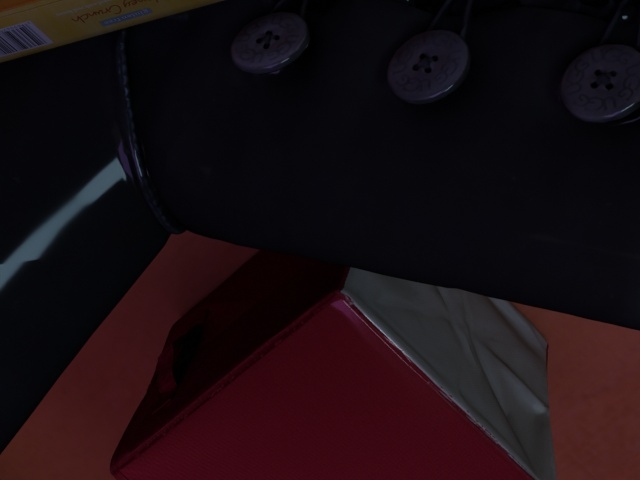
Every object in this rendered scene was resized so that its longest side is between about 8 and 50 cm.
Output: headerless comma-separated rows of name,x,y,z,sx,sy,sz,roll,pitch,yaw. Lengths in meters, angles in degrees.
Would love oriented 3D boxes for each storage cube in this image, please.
storage cube,0.018,0.104,0.802,0.215,0.184,0.193,44,114,-14

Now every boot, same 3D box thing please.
boot,0.000,-0.002,0.615,0.445,0.367,0.146,10,162,20

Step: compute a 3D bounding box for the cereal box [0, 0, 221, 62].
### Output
cereal box,-0.108,-0.220,0.638,0.173,0.240,0.047,-13,158,15
